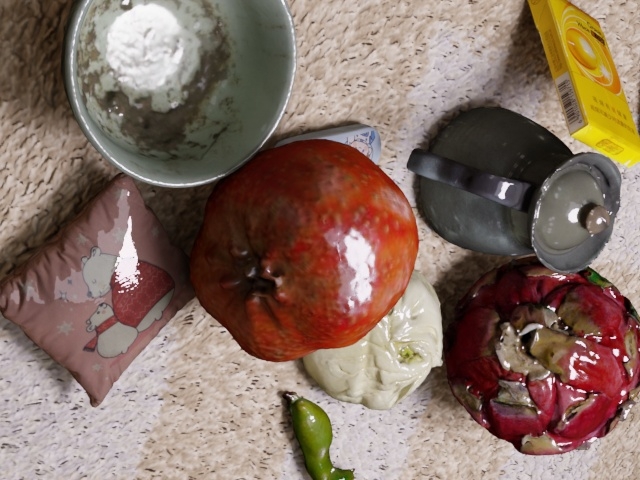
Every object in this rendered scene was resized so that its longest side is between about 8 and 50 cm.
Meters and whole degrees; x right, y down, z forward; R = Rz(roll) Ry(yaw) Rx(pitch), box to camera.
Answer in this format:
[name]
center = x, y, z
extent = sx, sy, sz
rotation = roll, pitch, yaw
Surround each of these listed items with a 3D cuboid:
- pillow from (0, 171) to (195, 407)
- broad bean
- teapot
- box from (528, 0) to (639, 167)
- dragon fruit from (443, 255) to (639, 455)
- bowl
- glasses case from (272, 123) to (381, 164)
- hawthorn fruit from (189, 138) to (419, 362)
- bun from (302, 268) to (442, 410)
[pillow]
center = -0.265, 0.063, 1.401
extent = 0.236, 0.084, 0.223
rotation = -46, 129, -10
[broad bean]
center = -0.005, 0.305, 1.703
extent = 0.070, 0.048, 0.213
rotation = -37, 124, -16
[teapot]
center = 0.289, -0.087, 1.620
extent = 0.223, 0.285, 0.305
rotation = -50, 129, -11
[box]
center = 0.397, -0.247, 1.684
extent = 0.152, 0.043, 0.269
rotation = 20, 50, -41
[dragon fruit]
center = 0.352, 0.177, 1.758
extent = 0.329, 0.329, 0.329
rotation = -13, 114, -32
[bowl]
center = -0.184, -0.217, 1.317
extent = 0.289, 0.146, 0.289
rotation = -12, 113, -31
[glasses case]
center = 0.008, -0.117, 1.558
extent = 0.178, 0.045, 0.067
rotation = -15, 117, -32
[hawthorn fruit]
center = 0.000, 0.000, 1.439
extent = 0.330, 0.287, 0.287
rotation = -28, 125, -54
[bun]
center = 0.090, 0.145, 1.656
extent = 0.229, 0.145, 0.229
rotation = -17, 119, -33
